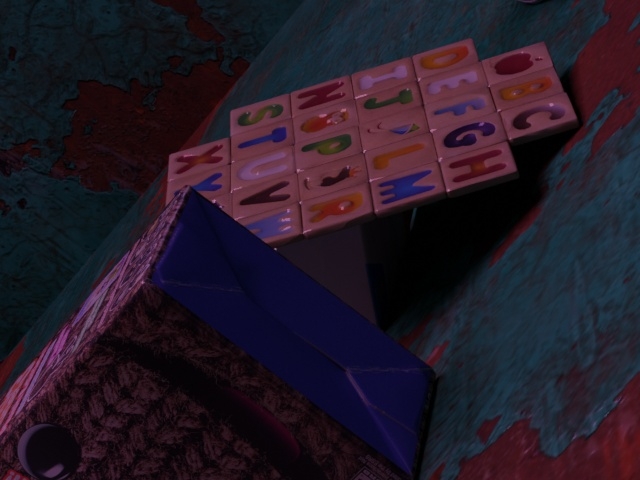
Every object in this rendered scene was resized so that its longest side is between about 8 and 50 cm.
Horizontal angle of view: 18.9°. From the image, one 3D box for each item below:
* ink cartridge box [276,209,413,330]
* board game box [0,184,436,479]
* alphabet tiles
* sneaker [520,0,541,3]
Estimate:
[{"bbox_3d":[0.023,-0.031,1.672,0.078,0.134,0.231,-4,28,14],"label":"ink cartridge box"},{"bbox_3d":[-0.101,0.151,1.378,0.291,0.232,0.141,-47,12,28],"label":"board game box"},{"bbox_3d":[0.035,-0.083,1.590,0.342,0.011,0.285,-16,26,5],"label":"alphabet tiles"},{"bbox_3d":[0.227,-0.320,1.887,0.151,0.094,0.256,-59,21,-6],"label":"sneaker"}]
